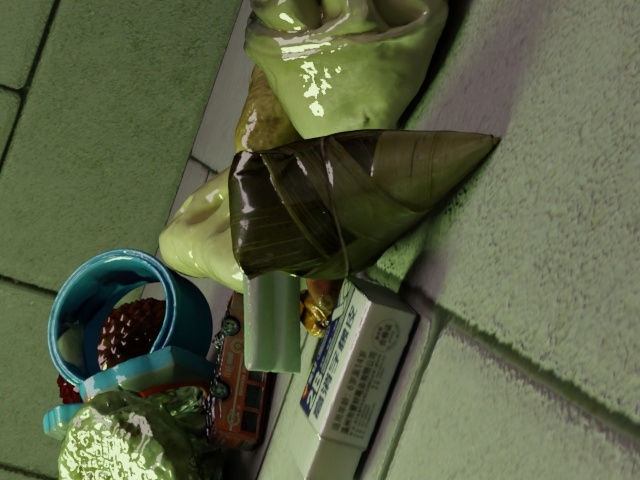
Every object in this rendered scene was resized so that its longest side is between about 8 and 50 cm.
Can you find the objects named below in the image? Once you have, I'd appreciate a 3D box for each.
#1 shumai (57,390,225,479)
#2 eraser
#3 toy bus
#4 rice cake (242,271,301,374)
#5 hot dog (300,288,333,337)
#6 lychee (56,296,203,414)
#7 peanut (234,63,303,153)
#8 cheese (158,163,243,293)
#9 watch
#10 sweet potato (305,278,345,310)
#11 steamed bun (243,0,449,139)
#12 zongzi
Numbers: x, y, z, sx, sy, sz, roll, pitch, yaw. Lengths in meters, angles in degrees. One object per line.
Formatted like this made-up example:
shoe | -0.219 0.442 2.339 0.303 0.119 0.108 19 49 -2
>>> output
shumai | -0.212 0.365 2.014 0.263 0.304 0.309 -18 -48 -53
eraser | 0.030 0.154 1.491 0.124 0.068 0.210 -137 66 -73
toy bus | -0.115 0.187 1.979 0.073 0.096 0.235 123 160 -56
rice cake | -0.065 0.066 1.787 0.042 0.080 0.222 176 93 -75
hot dog | -0.002 0.091 1.786 0.133 0.041 0.056 -136 48 -74
lychee | -0.320 0.244 2.391 0.304 0.275 0.276 -59 16 17
peanut | -0.057 -0.179 1.908 0.120 0.110 0.236 -39 29 50
cheese | -0.118 -0.002 2.004 0.351 0.129 0.328 -39 26 26
watch | -0.323 0.176 2.176 0.241 0.305 0.275 43 -155 -61
sweet potato | 0.007 0.003 1.775 0.058 0.078 0.255 -32 43 28
steamed bun | 0.026 -0.316 1.759 0.339 0.247 0.352 -85 14 -49
zongzi | 0.081 -0.048 1.540 0.289 0.317 0.154 5 -107 -70
